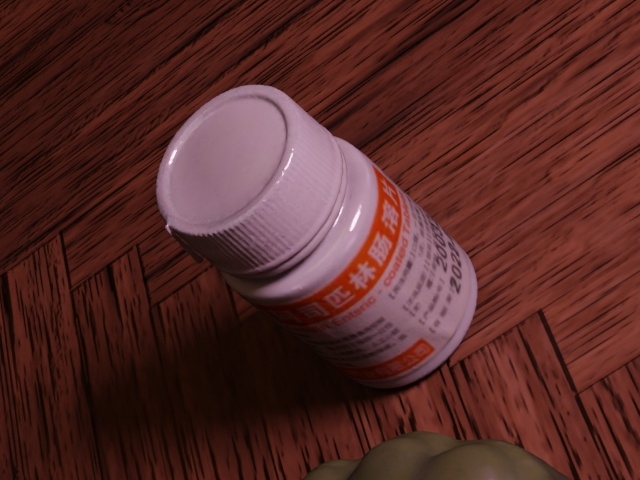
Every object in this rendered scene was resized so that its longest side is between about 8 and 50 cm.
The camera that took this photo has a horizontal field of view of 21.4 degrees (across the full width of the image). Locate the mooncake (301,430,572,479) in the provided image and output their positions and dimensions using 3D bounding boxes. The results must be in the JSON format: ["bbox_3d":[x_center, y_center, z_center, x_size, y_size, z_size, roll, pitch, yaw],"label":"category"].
[{"bbox_3d":[0.067,0.297,1.033,0.356,0.194,0.356,-21,49,27],"label":"mooncake"}]

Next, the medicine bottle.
[{"bbox_3d":[0.000,0.000,1.257,0.144,0.252,0.144,-23,47,27],"label":"medicine bottle"}]
